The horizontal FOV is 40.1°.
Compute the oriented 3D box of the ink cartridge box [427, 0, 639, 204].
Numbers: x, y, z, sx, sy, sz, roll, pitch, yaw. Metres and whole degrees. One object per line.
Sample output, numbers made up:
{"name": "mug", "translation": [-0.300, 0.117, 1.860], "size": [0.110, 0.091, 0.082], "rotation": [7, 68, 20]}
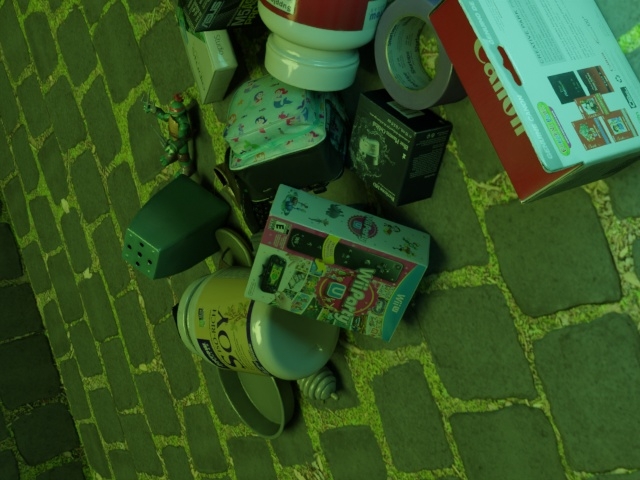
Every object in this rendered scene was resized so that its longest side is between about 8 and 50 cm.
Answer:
{"name": "ink cartridge box", "translation": [0.292, -0.223, 1.212], "size": [0.130, 0.271, 0.310], "rotation": [-39, 71, 52]}

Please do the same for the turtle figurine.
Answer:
{"name": "turtle figurine", "translation": [-0.373, -0.275, 2.221], "size": [0.234, 0.118, 0.175], "rotation": [89, 159, -46]}

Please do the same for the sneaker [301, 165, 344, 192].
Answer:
{"name": "sneaker", "translation": [-0.025, -0.146, 1.832], "size": [0.236, 0.095, 0.105], "rotation": [22, 127, 53]}

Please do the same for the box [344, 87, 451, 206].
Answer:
{"name": "box", "translation": [0.137, -0.172, 1.594], "size": [0.156, 0.093, 0.158], "rotation": [42, 135, 36]}

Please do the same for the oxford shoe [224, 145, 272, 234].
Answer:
{"name": "oxford shoe", "translation": [-0.164, -0.110, 2.052], "size": [0.096, 0.082, 0.227], "rotation": [153, 100, -73]}

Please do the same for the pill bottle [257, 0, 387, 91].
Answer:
{"name": "pill bottle", "translation": [0.015, -0.480, 1.521], "size": [0.229, 0.229, 0.408], "rotation": [42, 134, 36]}

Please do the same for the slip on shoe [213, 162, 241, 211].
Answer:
{"name": "slip on shoe", "translation": [-0.219, -0.128, 2.132], "size": [0.051, 0.041, 0.135], "rotation": [-37, 73, 53]}

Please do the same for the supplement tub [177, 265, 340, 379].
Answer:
{"name": "supplement tub", "translation": [-0.144, 0.178, 1.959], "size": [0.331, 0.241, 0.241], "rotation": [-1, 102, 47]}

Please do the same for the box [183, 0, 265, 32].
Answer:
{"name": "box", "translation": [-0.120, -0.515, 1.699], "size": [0.270, 0.216, 0.060], "rotation": [-43, 69, 50]}

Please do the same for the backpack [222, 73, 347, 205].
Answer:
{"name": "backpack", "translation": [-0.067, -0.221, 1.695], "size": [0.225, 0.254, 0.191], "rotation": [-16, 127, 20]}

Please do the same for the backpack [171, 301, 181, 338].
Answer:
{"name": "backpack", "translation": [-0.331, 0.195, 2.360], "size": [0.120, 0.101, 0.098], "rotation": [-31, 80, 50]}

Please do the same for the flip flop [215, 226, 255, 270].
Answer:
{"name": "flip flop", "translation": [-0.210, 0.101, 2.177], "size": [0.112, 0.080, 0.277], "rotation": [-6, 99, 54]}

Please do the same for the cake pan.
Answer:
{"name": "cake pan", "translation": [-0.164, 0.359, 2.215], "size": [0.293, 0.054, 0.293], "rotation": [32, 134, 40]}

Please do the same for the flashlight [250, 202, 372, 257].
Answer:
{"name": "flashlight", "translation": [-0.023, -0.008, 1.819], "size": [0.304, 0.103, 0.103], "rotation": [-9, 98, 42]}

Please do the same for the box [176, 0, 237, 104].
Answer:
{"name": "box", "translation": [-0.259, -0.451, 1.950], "size": [0.322, 0.058, 0.233], "rotation": [158, 95, -76]}

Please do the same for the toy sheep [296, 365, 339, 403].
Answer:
{"name": "toy sheep", "translation": [-0.006, 0.323, 1.991], "size": [0.132, 0.091, 0.091], "rotation": [29, 127, 27]}

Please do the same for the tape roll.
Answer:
{"name": "tape roll", "translation": [0.182, -0.321, 1.486], "size": [0.189, 0.080, 0.189], "rotation": [24, 121, 48]}

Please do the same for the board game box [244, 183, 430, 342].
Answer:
{"name": "board game box", "translation": [0.029, 0.048, 1.670], "size": [0.098, 0.303, 0.224], "rotation": [-77, 6, -49]}

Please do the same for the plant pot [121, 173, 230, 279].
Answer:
{"name": "plant pot", "translation": [-0.373, -0.018, 2.182], "size": [0.165, 0.234, 0.166], "rotation": [35, 133, 14]}
